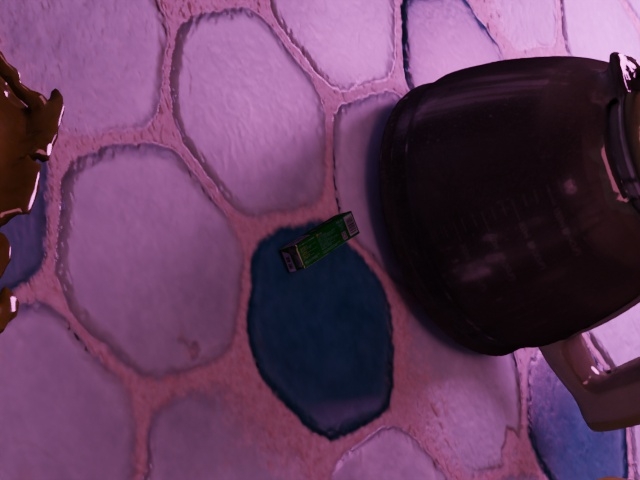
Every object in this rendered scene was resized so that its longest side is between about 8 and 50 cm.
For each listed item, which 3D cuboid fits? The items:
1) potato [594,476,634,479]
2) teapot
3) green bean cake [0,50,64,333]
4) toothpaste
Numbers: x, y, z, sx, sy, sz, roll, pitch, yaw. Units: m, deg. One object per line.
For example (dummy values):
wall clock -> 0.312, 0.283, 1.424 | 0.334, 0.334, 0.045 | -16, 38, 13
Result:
potato -> 0.242, 0.254, 1.313 | 0.120, 0.081, 0.149 | 22, 59, -50
teapot -> 0.210, -0.004, 1.298 | 0.239, 0.239, 0.321 | -4, 79, -51
green bean cake -> -0.277, -0.097, 0.775 | 0.310, 0.202, 0.285 | 50, 30, -27
toothpaste -> 0.000, 0.000, 1.213 | 0.083, 0.017, 0.020 | -32, 103, -52
